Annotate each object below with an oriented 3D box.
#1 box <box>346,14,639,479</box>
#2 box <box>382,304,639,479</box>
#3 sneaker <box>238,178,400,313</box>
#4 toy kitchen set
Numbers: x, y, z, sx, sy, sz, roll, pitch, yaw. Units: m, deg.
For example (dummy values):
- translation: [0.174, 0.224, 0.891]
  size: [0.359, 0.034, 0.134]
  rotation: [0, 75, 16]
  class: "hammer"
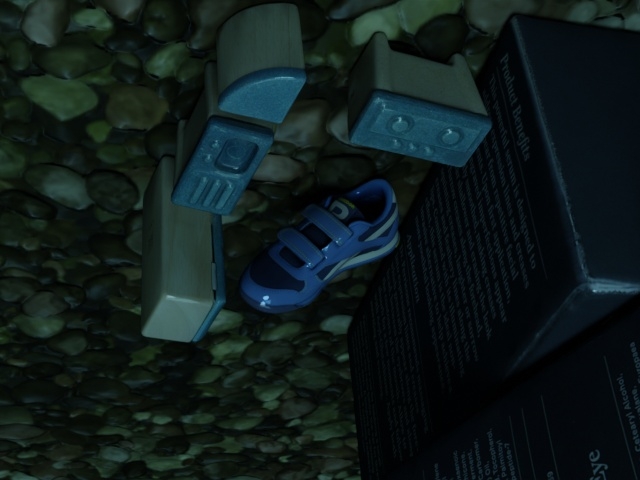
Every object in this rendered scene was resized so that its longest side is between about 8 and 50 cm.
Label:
- translation: [0.215, 0.065, 0.751]
  size: [0.294, 0.211, 0.395]
  rotation: [5, 143, -14]
  class: "box"
- translation: [0.267, 0.179, 0.585]
  size: [0.343, 0.178, 0.312]
  rotation: [18, 136, -29]
  class: "box"
- translation: [0.000, 0.000, 0.732]
  size: [0.144, 0.053, 0.059]
  rotation: [-32, 150, -31]
  class: "sneaker"
- translation: [-0.010, -0.028, 0.667]
  size: [0.166, 0.122, 0.207]
  rotation: [11, 141, -21]
  class: "toy kitchen set"
